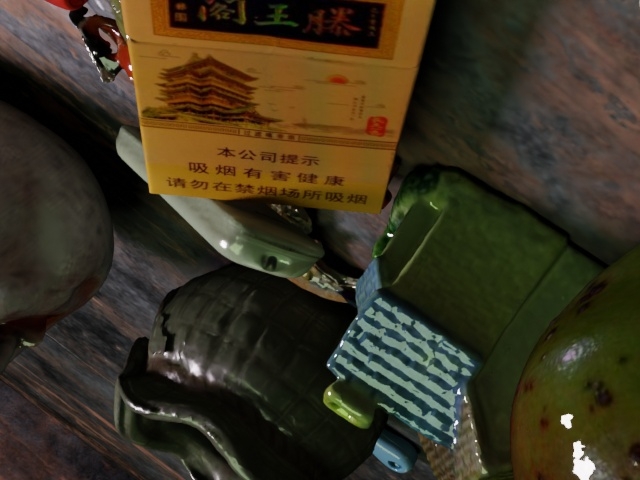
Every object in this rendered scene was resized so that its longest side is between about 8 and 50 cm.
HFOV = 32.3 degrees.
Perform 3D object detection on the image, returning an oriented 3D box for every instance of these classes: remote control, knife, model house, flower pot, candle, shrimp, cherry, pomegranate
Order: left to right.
[{"bbox_3d":[-0.384,-0.014,1.179,0.326,0.291,0.335,-9,92,22],"label":"cherry"},{"bbox_3d":[-0.095,-0.038,0.919,0.090,0.038,0.309,19,-170,-31],"label":"remote control"},{"bbox_3d":[-0.074,-0.109,0.878,0.301,0.059,0.084,32,144,4],"label":"candle"},{"bbox_3d":[-0.077,0.172,1.208,0.301,0.213,0.302,28,154,15],"label":"flower pot"},{"bbox_3d":[0.000,0.000,0.993,0.152,0.046,0.219,22,152,28],"label":"shrimp"},{"bbox_3d":[0.028,0.199,1.360,0.244,0.032,0.058,45,153,-9],"label":"knife"},{"bbox_3d":[0.102,0.088,0.854,0.214,0.189,0.195,34,154,0],"label":"model house"},{"bbox_3d":[0.260,0.099,0.621,0.290,0.291,0.323,28,128,17],"label":"pomegranate"}]

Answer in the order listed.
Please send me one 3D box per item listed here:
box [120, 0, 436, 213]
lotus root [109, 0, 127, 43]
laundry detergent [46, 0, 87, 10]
[{"bbox_3d":[-0.029,-0.115,0.700,0.174,0.076,0.274,4,154,-3],"label":"box"},{"bbox_3d":[-0.105,-0.178,0.763,0.090,0.077,0.183,32,158,6],"label":"lotus root"},{"bbox_3d":[-0.251,-0.248,0.862,0.165,0.049,0.097,31,149,12],"label":"laundry detergent"}]
